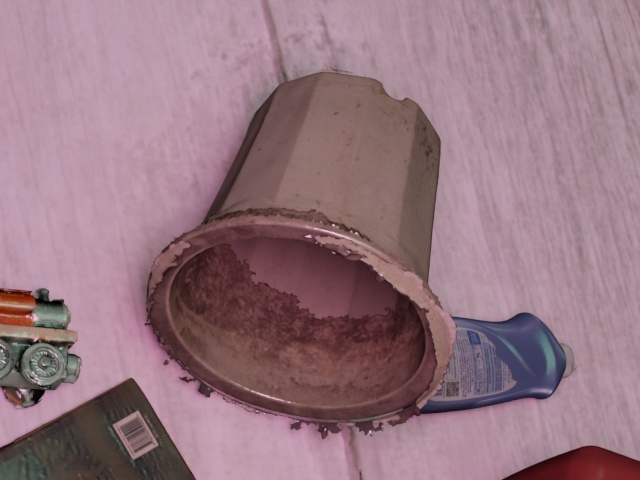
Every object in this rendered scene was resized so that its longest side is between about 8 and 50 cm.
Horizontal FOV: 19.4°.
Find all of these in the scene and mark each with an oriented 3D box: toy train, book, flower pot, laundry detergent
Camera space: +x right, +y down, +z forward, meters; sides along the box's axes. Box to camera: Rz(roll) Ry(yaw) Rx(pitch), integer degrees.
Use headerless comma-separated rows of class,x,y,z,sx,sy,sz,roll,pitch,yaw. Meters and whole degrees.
toy train,-0.297,0.080,1.640,0.176,0.074,0.118,6,66,-23
book,-0.218,0.238,1.647,0.228,0.024,0.160,-28,85,-32
flower pot,0.000,0.000,1.727,0.290,0.290,0.259,28,47,-15
laundry detergent,0.169,0.121,1.865,0.206,0.061,0.096,0,70,-27

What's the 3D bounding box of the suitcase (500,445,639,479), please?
suitcase,0.227,0.352,1.706,0.161,0.236,0.297,25,62,-16
